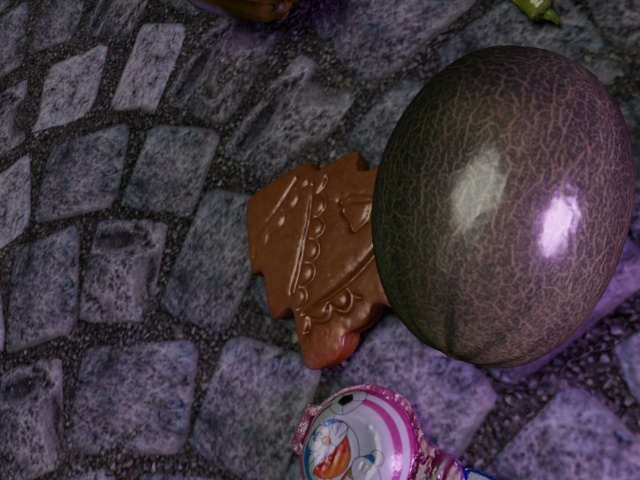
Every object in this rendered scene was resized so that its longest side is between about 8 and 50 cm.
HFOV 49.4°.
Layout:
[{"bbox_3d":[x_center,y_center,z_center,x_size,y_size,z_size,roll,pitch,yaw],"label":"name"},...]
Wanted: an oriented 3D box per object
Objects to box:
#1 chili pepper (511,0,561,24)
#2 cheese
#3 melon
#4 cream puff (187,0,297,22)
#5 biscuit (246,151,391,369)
[{"bbox_3d":[0.244,-0.343,0.868,0.049,0.043,0.208,-30,56,34],"label":"chili pepper"},{"bbox_3d":[0.068,0.238,0.729,0.244,0.062,0.155,17,79,36],"label":"cheese"},{"bbox_3d":[0.167,-0.031,0.665,0.237,0.237,0.302,8,76,35],"label":"melon"},{"bbox_3d":[-0.093,-0.478,0.974,0.378,0.378,0.275,-36,56,16],"label":"cream puff"},{"bbox_3d":[0.000,0.000,0.869,0.306,0.043,0.284,26,92,41],"label":"biscuit"}]
